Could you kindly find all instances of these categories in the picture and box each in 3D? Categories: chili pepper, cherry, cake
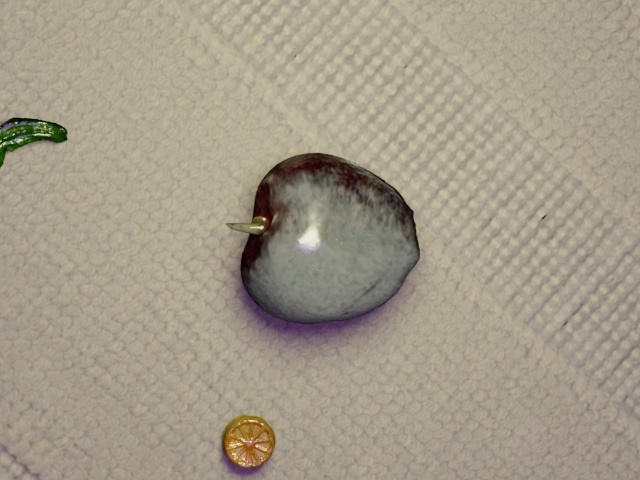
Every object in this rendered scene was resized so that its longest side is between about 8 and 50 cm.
[{"bbox_3d":[-0.477,-0.137,1.881,0.182,0.050,0.073,-37,85,-8],"label":"chili pepper"},{"bbox_3d":[0.000,0.000,1.843,0.296,0.218,0.255,11,81,-11],"label":"cherry"},{"bbox_3d":[-0.111,0.311,1.911,0.084,0.044,0.084,0,90,-5],"label":"cake"}]
